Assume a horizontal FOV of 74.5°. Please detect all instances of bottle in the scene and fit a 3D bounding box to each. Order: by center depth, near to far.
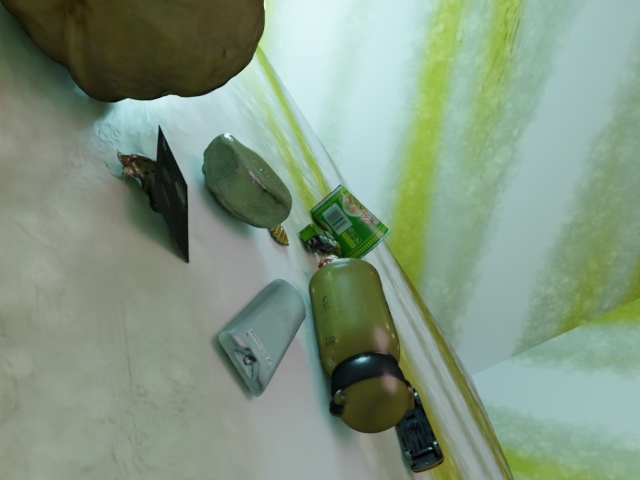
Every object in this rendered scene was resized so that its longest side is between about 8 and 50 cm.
[{"bbox_3d":[0.078,0.213,0.864,0.171,0.172,0.351,48,20,-38],"label":"bottle"}]

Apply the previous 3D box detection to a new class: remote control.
[{"bbox_3d":[-0.078,0.140,0.704,0.103,0.051,0.293,58,15,-4],"label":"remote control"}]

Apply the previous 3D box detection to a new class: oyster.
[{"bbox_3d":[-0.260,-0.081,0.605,0.081,0.038,0.083,1,84,-63],"label":"oyster"}]

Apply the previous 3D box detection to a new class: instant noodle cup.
[{"bbox_3d":[0.089,-0.060,1.451,0.232,0.207,0.207,49,15,-4],"label":"instant noodle cup"}]

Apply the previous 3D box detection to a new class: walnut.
[{"bbox_3d":[-0.256,-0.367,0.602,0.381,0.381,0.381,53,15,-21],"label":"walnut"}]

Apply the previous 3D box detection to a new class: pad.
[{"bbox_3d":[-0.223,-0.074,0.638,0.127,0.004,0.190,79,-5,-47],"label":"pad"}]

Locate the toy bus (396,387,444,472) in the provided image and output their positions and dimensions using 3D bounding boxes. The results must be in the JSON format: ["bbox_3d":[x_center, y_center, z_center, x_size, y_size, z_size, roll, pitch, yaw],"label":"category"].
[{"bbox_3d":[0.237,0.470,1.033,0.194,0.083,0.088,-105,169,-53],"label":"toy bus"}]

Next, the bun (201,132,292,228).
[{"bbox_3d":[-0.151,-0.111,0.861,0.221,0.108,0.221,48,12,-13],"label":"bun"}]

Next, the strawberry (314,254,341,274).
[{"bbox_3d":[0.045,0.121,1.075,0.121,0.082,0.188,33,-29,38],"label":"strawberry"}]

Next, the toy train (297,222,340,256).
[{"bbox_3d":[0.000,0.000,1.246,0.081,0.060,0.202,57,11,15],"label":"toy train"}]

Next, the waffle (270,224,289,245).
[{"bbox_3d":[-0.103,-0.022,1.023,0.078,0.016,0.085,62,15,14],"label":"waffle"}]
